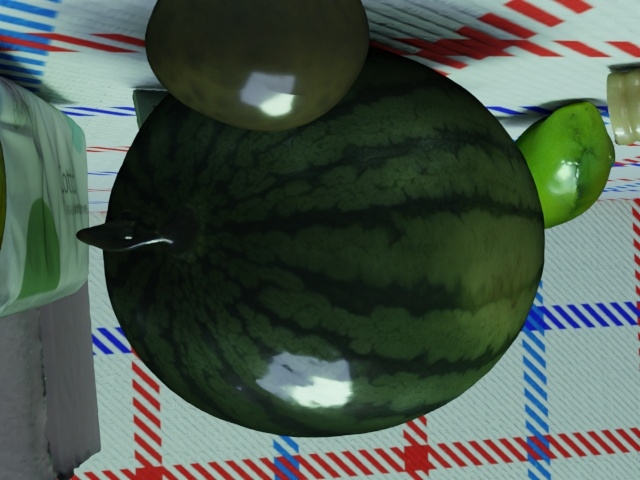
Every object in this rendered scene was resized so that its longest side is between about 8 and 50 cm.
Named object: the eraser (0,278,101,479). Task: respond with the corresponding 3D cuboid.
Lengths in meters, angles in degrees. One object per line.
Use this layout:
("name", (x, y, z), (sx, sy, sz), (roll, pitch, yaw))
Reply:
("eraser", (-0.315, 0.062, 1.240), (0.123, 0.359, 0.272), (-3, 179, -1))

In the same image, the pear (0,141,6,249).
("pear", (-0.283, -0.006, 0.559), (0.284, 0.283, 0.283), (-2, 178, 0))

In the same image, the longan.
("longan", (-0.031, -0.100, 0.590), (0.113, 0.092, 0.113), (-6, -169, 1))

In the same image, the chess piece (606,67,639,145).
("chess piece", (0.304, -0.120, 0.999), (0.122, 0.066, 0.066), (-9, 176, 22))

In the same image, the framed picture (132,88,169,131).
("framed picture", (-0.010, -0.026, 1.048), (0.293, 0.231, 0.018), (-1, 155, -28))

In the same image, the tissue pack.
("tissue pack", (-0.331, -0.028, 0.920), (0.266, 0.193, 0.356), (-3, 180, -3))

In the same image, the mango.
("mango", (0.258, -0.083, 1.293), (0.111, 0.125, 0.233), (22, 157, 4))

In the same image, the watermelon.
("watermelon", (0.000, 0.000, 0.841), (0.279, 0.278, 0.359), (-3, 177, 36))
